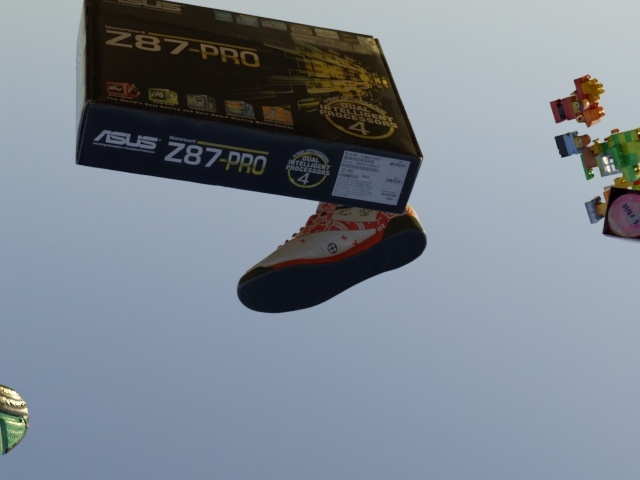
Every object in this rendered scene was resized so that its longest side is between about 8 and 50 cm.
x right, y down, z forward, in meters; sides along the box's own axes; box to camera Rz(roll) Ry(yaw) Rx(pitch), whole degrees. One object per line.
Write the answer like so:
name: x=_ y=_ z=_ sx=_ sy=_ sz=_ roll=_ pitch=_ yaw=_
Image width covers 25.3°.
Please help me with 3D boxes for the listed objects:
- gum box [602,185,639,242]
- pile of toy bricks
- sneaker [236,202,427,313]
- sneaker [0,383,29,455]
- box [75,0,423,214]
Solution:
gum box: x=0.443 y=-0.018 z=1.685 sx=0.188 sy=0.062 sz=0.107 roll=9 pitch=180 yaw=26
pile of toy bricks: x=0.401 y=-0.124 z=1.935 sx=0.105 sy=0.212 sz=0.118 roll=-13 pitch=-171 yaw=41
sneaker: x=0.001 y=0.001 z=1.962 sx=0.270 sy=0.090 sz=0.145 roll=-20 pitch=-137 yaw=-5
sneaker: x=-0.400 y=0.191 z=1.427 sx=0.098 sy=0.083 sz=0.223 roll=-6 pitch=-178 yaw=37
box: x=-0.097 y=-0.174 z=1.731 sx=0.395 sy=0.097 sz=0.318 roll=8 pitch=-150 yaw=-14
